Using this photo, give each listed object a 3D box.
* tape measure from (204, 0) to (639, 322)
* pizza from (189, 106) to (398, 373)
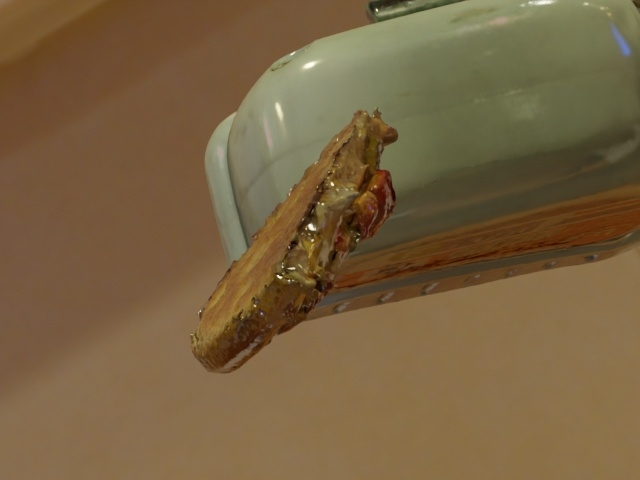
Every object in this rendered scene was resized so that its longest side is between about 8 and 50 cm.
[{"bbox_3d":[0.073,-0.049,0.942,0.243,0.125,0.246,-13,-12,-15],"label":"tape measure"},{"bbox_3d":[-0.006,0.011,0.566,0.100,0.029,0.099,-54,7,9],"label":"pizza"}]
